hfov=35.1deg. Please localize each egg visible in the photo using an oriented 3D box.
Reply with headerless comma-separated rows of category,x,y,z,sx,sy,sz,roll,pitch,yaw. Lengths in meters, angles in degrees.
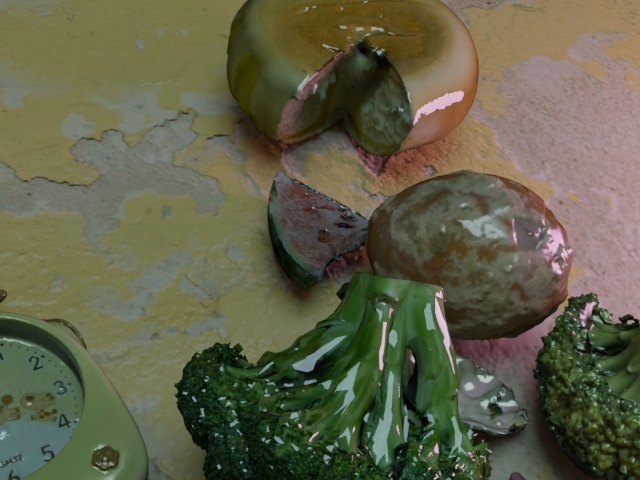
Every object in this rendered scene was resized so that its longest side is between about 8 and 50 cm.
egg,0.165,0.016,1.137,0.233,0.195,0.195,15,48,17

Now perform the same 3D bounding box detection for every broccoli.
broccoli,0.017,0.161,0.925,0.308,0.308,0.275,15,85,2
broccoli,0.326,0.156,1.063,0.198,0.176,0.226,13,70,-18

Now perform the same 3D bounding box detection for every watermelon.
watermelon,0.000,0.000,1.202,0.139,0.071,0.187,5,41,-16

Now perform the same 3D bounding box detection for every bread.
bread,0.041,-0.228,1.336,0.333,0.160,0.333,7,49,-8

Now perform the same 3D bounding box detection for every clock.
clock,-0.320,0.170,0.972,0.235,0.096,0.308,-20,57,-24

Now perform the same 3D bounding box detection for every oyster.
oyster,0.120,0.167,1.085,0.209,0.072,0.133,13,32,-23

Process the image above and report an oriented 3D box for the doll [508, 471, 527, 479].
doll,0.223,0.305,0.961,0.262,0.093,0.211,-11,41,-31
